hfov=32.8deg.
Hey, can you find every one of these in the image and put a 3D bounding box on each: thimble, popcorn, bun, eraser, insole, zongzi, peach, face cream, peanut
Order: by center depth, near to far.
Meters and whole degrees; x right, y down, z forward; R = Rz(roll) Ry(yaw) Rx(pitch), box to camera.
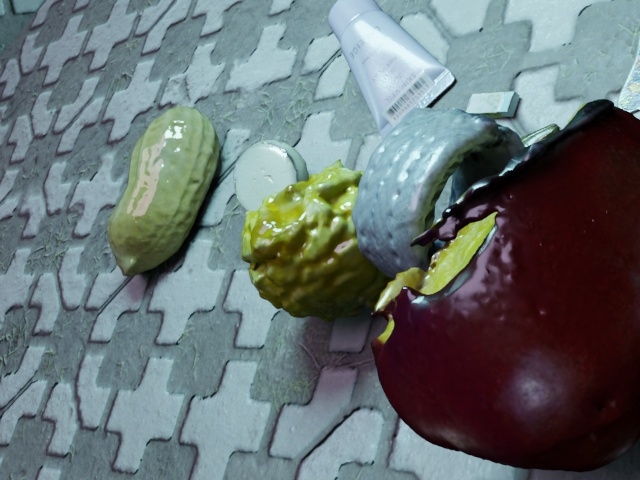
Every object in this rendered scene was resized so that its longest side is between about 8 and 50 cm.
[{"bbox_3d":[0.248,0.041,1.205,0.339,0.353,0.417,141,138,-78],"label":"peach"},{"bbox_3d":[0.163,-0.051,1.453,0.157,0.217,0.246,23,98,53],"label":"thimble"},{"bbox_3d":[0.445,-0.255,1.455,0.065,0.004,0.197,15,76,52],"label":"insole"},{"bbox_3d":[0.299,-0.139,1.522,0.076,0.040,0.083,-41,23,12],"label":"zongzi"},{"bbox_3d":[0.004,-0.002,1.607,0.249,0.249,0.225,-36,29,27],"label":"popcorn"},{"bbox_3d":[0.256,-0.201,1.618,0.083,0.019,0.038,5,68,49],"label":"eraser"},{"bbox_3d":[0.106,-0.299,1.813,0.154,0.096,0.274,-42,53,16],"label":"face cream"},{"bbox_3d":[-0.074,-0.104,1.872,0.138,0.094,0.138,2,95,28],"label":"bun"},{"bbox_3d":[-0.301,-0.092,2.062,0.174,0.158,0.340,13,78,30],"label":"peanut"}]
